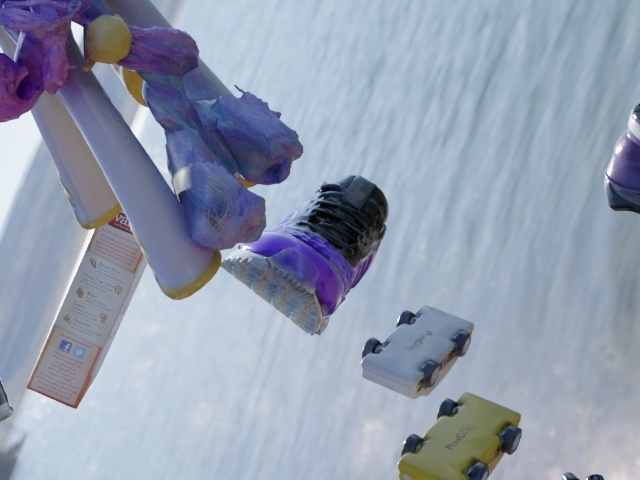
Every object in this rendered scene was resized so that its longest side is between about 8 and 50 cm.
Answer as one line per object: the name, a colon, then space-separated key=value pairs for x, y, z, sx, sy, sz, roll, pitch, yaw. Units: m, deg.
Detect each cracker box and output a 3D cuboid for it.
cracker box: x=-0.249 y=0.060 z=1.517 sx=0.156 sy=0.067 sz=0.232 roll=-94 pitch=28 yaw=-81

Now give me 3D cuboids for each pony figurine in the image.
pony figurine: x=-0.156 y=-0.147 z=0.698 sx=0.303 sy=0.363 sz=0.351 roll=-39 pitch=26 yaw=-11

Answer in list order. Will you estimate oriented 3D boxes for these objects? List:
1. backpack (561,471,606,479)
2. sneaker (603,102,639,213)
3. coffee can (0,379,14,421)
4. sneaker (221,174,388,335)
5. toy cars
backpack: x=0.349 y=0.471 z=1.614 sx=0.213 sy=0.263 sz=0.276 roll=-34 pitch=43 yaw=2
sneaker: x=0.417 y=-0.019 z=1.340 sx=0.107 sy=0.283 sz=0.124 roll=-23 pitch=-37 yaw=-47
coffee can: x=-0.415 y=0.062 z=1.182 sx=0.201 sy=0.201 sz=0.275 roll=168 pitch=81 yaw=-79
sneaker: x=-0.001 y=0.000 z=1.194 sx=0.146 sy=0.102 sz=0.293 roll=-52 pitch=-3 yaw=-3
toy cars: x=0.144 y=0.213 z=1.670 sx=0.393 sy=0.176 sz=0.087 roll=-110 pitch=24 yaw=-59
